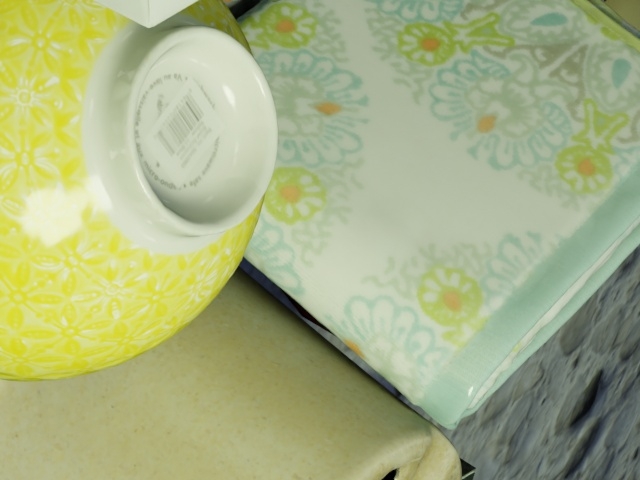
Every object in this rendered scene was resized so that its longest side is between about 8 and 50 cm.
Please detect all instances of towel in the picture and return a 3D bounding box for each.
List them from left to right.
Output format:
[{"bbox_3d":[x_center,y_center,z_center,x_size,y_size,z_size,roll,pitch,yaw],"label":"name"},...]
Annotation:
[{"bbox_3d":[0.089,-0.080,1.197,0.374,0.320,0.090,-41,162,-32],"label":"towel"}]

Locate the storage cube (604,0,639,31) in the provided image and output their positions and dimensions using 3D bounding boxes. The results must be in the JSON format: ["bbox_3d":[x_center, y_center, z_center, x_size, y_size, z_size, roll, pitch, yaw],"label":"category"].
[{"bbox_3d":[0.328,-0.236,1.566,0.193,0.184,0.215,-22,133,-50],"label":"storage cube"}]

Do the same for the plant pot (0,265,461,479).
[{"bbox_3d":[-0.085,0.160,1.147,0.334,0.305,0.333,-37,143,-35],"label":"plant pot"}]

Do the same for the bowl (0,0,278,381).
[{"bbox_3d":[-0.118,-0.059,0.939,0.289,0.156,0.289,1,89,-48],"label":"bowl"}]

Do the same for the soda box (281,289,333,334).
[{"bbox_3d":[0.000,0.000,1.354,0.083,0.092,0.263,-53,151,-12],"label":"soda box"}]

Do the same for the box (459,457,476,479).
[{"bbox_3d":[0.043,0.253,1.553,0.045,0.184,0.190,-21,132,-50],"label":"box"}]

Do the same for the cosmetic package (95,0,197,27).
[{"bbox_3d":[-0.092,-0.248,0.853,0.225,0.224,0.138,-37,143,-35],"label":"cosmetic package"}]
